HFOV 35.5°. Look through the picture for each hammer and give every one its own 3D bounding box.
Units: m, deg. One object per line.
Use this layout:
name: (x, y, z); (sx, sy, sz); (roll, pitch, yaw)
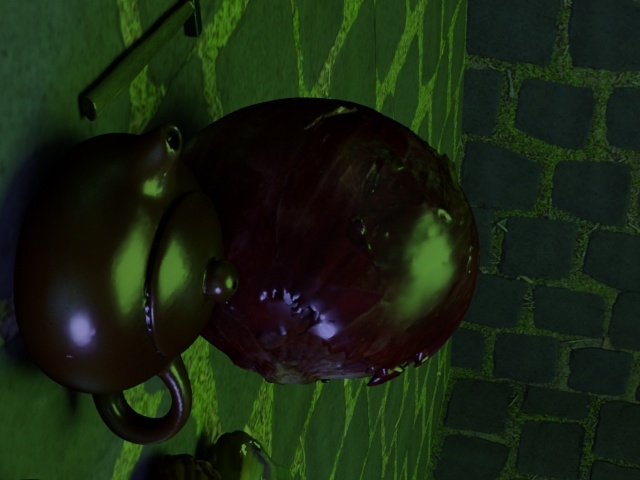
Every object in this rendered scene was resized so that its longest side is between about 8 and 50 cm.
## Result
hammer: (-0.133, -0.149, 0.764); (0.199, 0.013, 0.062); (-65, 158, -52)

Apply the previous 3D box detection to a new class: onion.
onion: (0.000, 0.000, 0.850); (0.276, 0.276, 0.276); (8, 90, -76)

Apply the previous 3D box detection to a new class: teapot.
teapot: (-0.120, 0.038, 0.682); (0.178, 0.135, 0.252); (-51, 146, -57)

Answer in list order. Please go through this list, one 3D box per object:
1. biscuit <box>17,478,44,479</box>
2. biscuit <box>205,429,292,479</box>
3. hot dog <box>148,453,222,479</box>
biscuit: (-0.203, 0.293, 0.581); (0.274, 0.091, 0.213); (-68, 158, -49)
biscuit: (-0.089, 0.342, 1.114); (0.329, 0.078, 0.335); (-47, 143, -62)
hot dog: (-0.127, 0.306, 0.884); (0.160, 0.099, 0.227); (83, 21, -72)
